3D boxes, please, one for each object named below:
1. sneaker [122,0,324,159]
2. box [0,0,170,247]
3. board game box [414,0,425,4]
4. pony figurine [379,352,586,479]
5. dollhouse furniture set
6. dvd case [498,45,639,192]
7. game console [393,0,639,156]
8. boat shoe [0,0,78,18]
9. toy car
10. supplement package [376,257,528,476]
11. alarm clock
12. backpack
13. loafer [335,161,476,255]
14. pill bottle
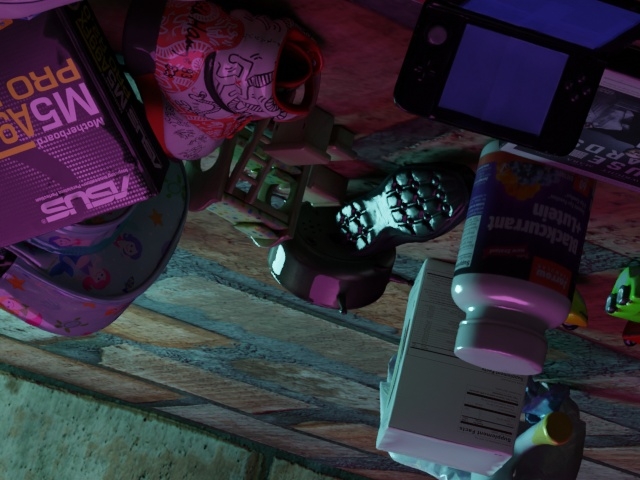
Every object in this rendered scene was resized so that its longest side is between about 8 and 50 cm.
[{"bbox_3d":[-0.069,-0.120,1.464,0.145,0.090,0.270,13,163,11],"label":"sneaker"},{"bbox_3d":[-0.288,-0.098,1.398,0.270,0.060,0.216,-17,116,16],"label":"box"},{"bbox_3d":[0.122,-0.200,1.109,0.124,0.039,0.259,16,163,-13],"label":"board game box"},{"bbox_3d":[0.227,0.294,2.327,0.303,0.351,0.363,12,151,-4],"label":"pony figurine"},{"bbox_3d":[-0.014,-0.045,1.670,0.161,0.101,0.182,-1,160,44],"label":"dollhouse furniture set"},{"bbox_3d":[0.264,-0.089,1.400,0.179,0.029,0.239,17,165,-9],"label":"dvd case"},{"bbox_3d":[0.140,-0.121,1.171,0.144,0.124,0.085,15,-168,-19],"label":"game console"},{"bbox_3d":[-0.175,-0.219,1.224,0.258,0.095,0.084,-4,156,21],"label":"boat shoe"},{"bbox_3d":[0.331,0.068,1.877,0.239,0.053,0.225,15,165,-6],"label":"toy car"},{"bbox_3d":[0.163,0.154,2.052,0.149,0.203,0.194,13,165,1],"label":"supplement package"},{"bbox_3d":[0.000,0.000,1.827,0.129,0.064,0.192,-21,-133,-41],"label":"alarm clock"},{"bbox_3d":[-0.247,-0.046,1.588,0.253,0.225,0.191,37,141,-15],"label":"backpack"},{"bbox_3d":[0.095,-0.036,1.691,0.078,0.076,0.223,-19,178,-30],"label":"loafer"},{"bbox_3d":[0.176,0.016,1.541,0.108,0.193,0.108,12,166,3],"label":"pill bottle"}]
